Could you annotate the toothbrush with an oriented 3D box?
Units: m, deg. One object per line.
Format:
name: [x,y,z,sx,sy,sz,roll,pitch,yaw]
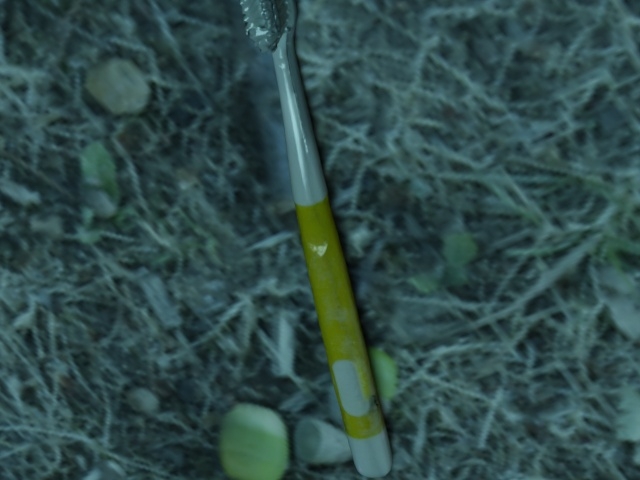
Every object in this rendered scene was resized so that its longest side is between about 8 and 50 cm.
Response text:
toothbrush: [0.000,0.000,0.809,0.021,0.024,0.288,-2,128,15]
